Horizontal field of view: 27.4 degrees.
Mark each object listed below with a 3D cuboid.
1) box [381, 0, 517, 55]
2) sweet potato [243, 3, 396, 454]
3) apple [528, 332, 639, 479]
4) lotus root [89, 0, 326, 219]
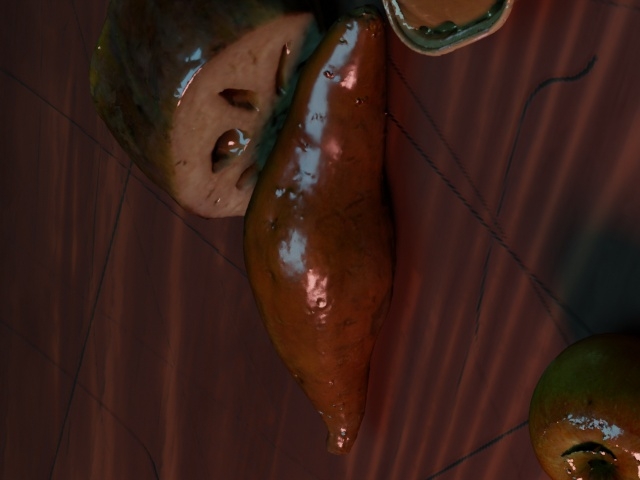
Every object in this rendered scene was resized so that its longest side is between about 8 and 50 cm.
[{"bbox_3d":[0.069,-0.204,0.783,0.111,0.111,0.177,-16,95,50],"label":"box"},{"bbox_3d":[-0.001,0.004,0.951,0.112,0.112,0.359,20,124,41],"label":"sweet potato"},{"bbox_3d":[0.186,0.108,0.800,0.114,0.102,0.099,1,120,39],"label":"apple"},{"bbox_3d":[-0.087,-0.119,0.984,0.119,0.138,0.235,53,144,31],"label":"lotus root"}]
